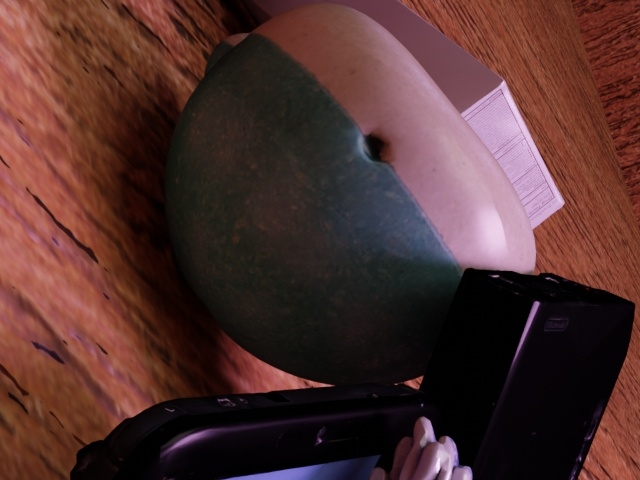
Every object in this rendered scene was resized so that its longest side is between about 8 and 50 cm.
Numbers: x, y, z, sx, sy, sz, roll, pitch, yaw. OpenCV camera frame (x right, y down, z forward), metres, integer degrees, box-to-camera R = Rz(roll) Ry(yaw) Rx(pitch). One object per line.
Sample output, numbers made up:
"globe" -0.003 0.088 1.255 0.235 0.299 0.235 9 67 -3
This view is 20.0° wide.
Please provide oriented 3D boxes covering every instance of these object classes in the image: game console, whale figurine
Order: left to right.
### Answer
"whale figurine" 0.000 0.000 0.880 0.216 0.141 0.272 52 -10 6
"game console" 0.011 0.115 0.699 0.361 0.044 0.213 3 109 -59

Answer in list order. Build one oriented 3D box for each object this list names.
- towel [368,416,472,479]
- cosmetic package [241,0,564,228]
"towel" 0.047 0.223 0.699 0.209 0.034 0.285 -67 150 -27
"cosmetic package" 0.037 -0.090 1.025 0.239 0.060 0.099 46 -11 49
